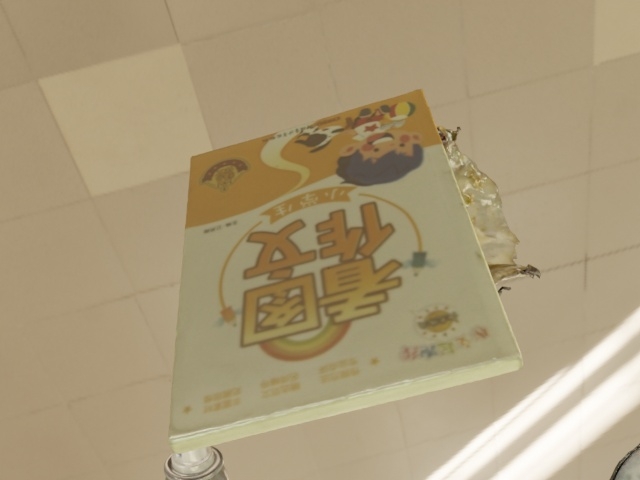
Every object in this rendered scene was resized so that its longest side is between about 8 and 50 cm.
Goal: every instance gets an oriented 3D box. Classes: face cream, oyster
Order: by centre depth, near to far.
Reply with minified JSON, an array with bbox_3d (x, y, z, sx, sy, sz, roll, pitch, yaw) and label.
[{"bbox_3d":[0.122,0.024,0.770,0.198,0.337,0.133,35,129,-7],"label":"oyster"},{"bbox_3d":[-0.136,0.353,0.900,0.073,0.073,0.283,-7,111,-8],"label":"face cream"}]

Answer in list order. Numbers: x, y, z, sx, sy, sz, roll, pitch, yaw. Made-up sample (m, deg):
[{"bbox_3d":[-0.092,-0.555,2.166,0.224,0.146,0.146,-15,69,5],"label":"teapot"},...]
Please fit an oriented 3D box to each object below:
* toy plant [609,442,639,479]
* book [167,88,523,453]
[{"bbox_3d":[0.480,0.354,0.951,0.247,0.247,0.332,-36,154,14],"label":"toy plant"},{"bbox_3d":[0.000,0.000,0.539,0.208,0.295,0.020,-15,130,6],"label":"book"}]
